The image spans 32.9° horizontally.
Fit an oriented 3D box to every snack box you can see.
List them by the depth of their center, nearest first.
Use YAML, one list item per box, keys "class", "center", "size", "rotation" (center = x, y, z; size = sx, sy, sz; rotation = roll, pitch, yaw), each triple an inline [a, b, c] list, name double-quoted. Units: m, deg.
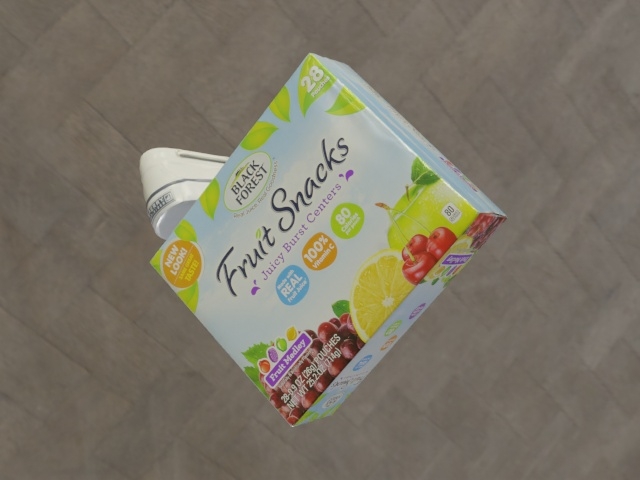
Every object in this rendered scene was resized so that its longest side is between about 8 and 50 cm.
- class: "snack box"
  center: [0.000, 0.000, 0.787]
  size: [0.207, 0.174, 0.070]
  rotation: [-49, 159, 17]

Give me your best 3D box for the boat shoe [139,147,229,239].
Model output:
- class: "boat shoe"
  center: [-0.062, -0.044, 1.057]
  size: [0.095, 0.084, 0.258]
  rotation: [-39, 149, 29]
